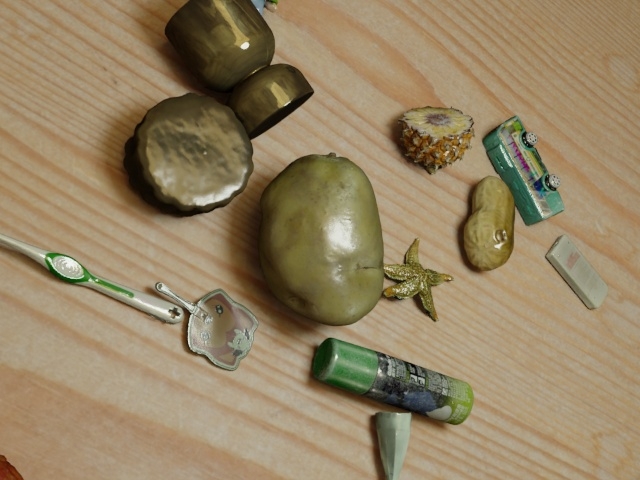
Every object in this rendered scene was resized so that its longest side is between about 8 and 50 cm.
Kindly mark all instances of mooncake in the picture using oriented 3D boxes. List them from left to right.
[{"bbox_3d":[-0.245,-0.151,1.416,0.228,0.124,0.228,6,76,-25],"label":"mooncake"}]

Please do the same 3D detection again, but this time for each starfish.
[{"bbox_3d":[0.204,0.071,1.644,0.208,0.053,0.176,19,55,-30],"label":"starfish"}]

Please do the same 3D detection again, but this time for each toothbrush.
[{"bbox_3d":[-0.419,0.051,1.295,0.417,0.040,0.042,26,61,-21],"label":"toothbrush"}]

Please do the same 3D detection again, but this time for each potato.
[{"bbox_3d":[0.000,0.000,1.444,0.243,0.221,0.327,-11,90,-21],"label":"potato"}]

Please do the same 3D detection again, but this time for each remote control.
[{"bbox_3d":[0.637,0.080,1.890,0.190,0.029,0.087,48,58,-8],"label":"remote control"}]

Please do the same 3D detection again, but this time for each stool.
[{"bbox_3d":[-0.158,-0.348,1.495,0.179,0.179,0.264,-36,93,-33],"label":"stool"}]

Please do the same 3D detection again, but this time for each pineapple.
[{"bbox_3d":[0.261,-0.213,1.733,0.176,0.137,0.161,-24,43,-34],"label":"pineapple"}]

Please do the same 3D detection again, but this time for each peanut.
[{"bbox_3d":[0.386,-0.045,1.744,0.120,0.110,0.237,15,65,-10],"label":"peanut"}]

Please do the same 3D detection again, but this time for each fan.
[{"bbox_3d":[-0.210,0.139,1.389,0.220,0.009,0.132,39,57,-22],"label":"fan"}]

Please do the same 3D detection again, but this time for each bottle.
[{"bbox_3d":[0.146,0.278,1.509,0.330,0.093,0.093,22,64,-22],"label":"bottle"}]

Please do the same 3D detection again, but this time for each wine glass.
[{"bbox_3d":[0.137,0.409,1.475,0.073,0.073,0.155,14,70,-25],"label":"wine glass"}]

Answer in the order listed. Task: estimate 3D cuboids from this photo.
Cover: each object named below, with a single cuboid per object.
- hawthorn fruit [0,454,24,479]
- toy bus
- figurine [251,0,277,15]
[{"bbox_3d":[-0.495,0.389,1.082,0.173,0.173,0.179,-50,127,-32],"label":"hawthorn fruit"},{"bbox_3d":[0.495,-0.169,1.862,0.109,0.091,0.262,-27,86,-27],"label":"toy bus"},{"bbox_3d":[-0.145,-0.578,1.612,0.162,0.143,0.263,8,87,-19],"label":"figurine"}]
